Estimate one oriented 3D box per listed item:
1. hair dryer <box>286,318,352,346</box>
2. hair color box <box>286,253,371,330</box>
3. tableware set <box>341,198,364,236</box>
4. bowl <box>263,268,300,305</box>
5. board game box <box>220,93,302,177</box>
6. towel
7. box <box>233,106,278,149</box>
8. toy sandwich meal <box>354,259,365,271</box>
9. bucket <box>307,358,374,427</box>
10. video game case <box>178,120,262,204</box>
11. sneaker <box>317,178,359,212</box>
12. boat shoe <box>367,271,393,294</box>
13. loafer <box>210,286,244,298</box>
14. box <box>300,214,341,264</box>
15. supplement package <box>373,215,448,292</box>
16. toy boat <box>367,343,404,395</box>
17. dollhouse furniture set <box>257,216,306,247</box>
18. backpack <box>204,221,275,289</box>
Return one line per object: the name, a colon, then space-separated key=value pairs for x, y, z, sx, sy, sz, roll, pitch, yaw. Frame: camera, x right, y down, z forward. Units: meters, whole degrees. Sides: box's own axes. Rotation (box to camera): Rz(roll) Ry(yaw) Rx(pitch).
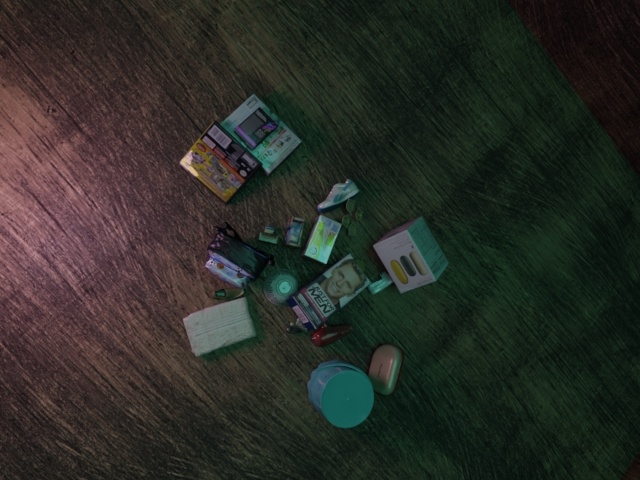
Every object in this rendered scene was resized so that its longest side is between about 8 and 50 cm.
hair dryer: x=0.012 y=0.371 z=1.872 sx=0.294 sy=0.080 sz=0.223 roll=24 pitch=95 yaw=-14
hair color box: x=0.040 y=0.225 z=1.839 sx=0.347 sy=0.105 sz=0.173 roll=-36 pitch=89 yaw=-28
tableware set: x=0.150 y=-0.107 z=1.968 sx=0.141 sy=0.020 sz=0.168 roll=38 pitch=66 yaw=-46
bowl: x=-0.165 y=0.211 z=1.860 sx=0.170 sy=0.080 sz=0.170 roll=1 pitch=85 yaw=-15
board game box: x=-0.272 y=-0.474 z=1.890 sx=0.303 sy=0.097 sz=0.224 roll=44 pitch=77 yaw=-5
towel: x=-0.433 y=0.372 z=1.792 sx=0.282 sy=0.049 sz=0.187 roll=-16 pitch=90 yaw=-16
box: x=-0.283 y=-0.494 z=1.825 sx=0.116 sy=0.029 sz=0.162 roll=46 pitch=77 yaw=-6
toy sandwich meal: x=0.173 y=0.131 z=1.983 sx=0.086 sy=0.029 sz=0.085 roll=2 pitch=83 yaw=-18
bucket: x=0.094 y=0.673 z=1.829 sx=0.281 sy=0.183 sz=0.281 roll=1 pitch=85 yaw=-16
video game case: x=-0.437 y=-0.338 z=1.818 sx=0.275 sy=0.035 sz=0.248 roll=42 pitch=99 yaw=-8
sneaker: x=0.073 y=-0.209 z=1.967 sx=0.229 sy=0.087 sz=0.092 roll=-31 pitch=82 yaw=-20
boat shoe: x=0.304 y=0.186 z=1.998 sx=0.184 sy=0.066 sz=0.063 roll=-33 pitch=95 yaw=-6
loafer: x=-0.404 y=0.231 z=1.810 sx=0.148 sy=0.050 sz=0.056 roll=-9 pitch=87 yaw=-15
box: x=0.000 y=0.000 z=1.910 sx=0.114 sy=0.103 sz=0.203 roll=23 pitch=79 yaw=-12
supplement package: x=0.422 y=0.066 z=1.928 sx=0.198 sy=0.199 sz=0.262 roll=-34 pitch=95 yaw=-51
toy boat: x=0.325 y=0.605 z=1.936 sx=0.151 sy=0.151 sz=0.231 roll=25 pitch=78 yaw=-42
dollhouse furniture set: x=-0.175 y=-0.044 z=1.855 sx=0.184 sy=0.129 sz=0.129 roll=13 pitch=82 yaw=-13
backpack: x=-0.346 y=0.086 z=1.731 sx=0.277 sy=0.263 sz=0.213 roll=35 pitch=84 yaw=-2
